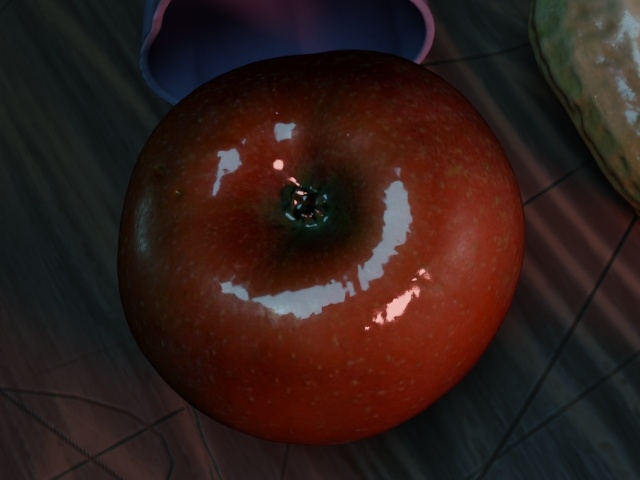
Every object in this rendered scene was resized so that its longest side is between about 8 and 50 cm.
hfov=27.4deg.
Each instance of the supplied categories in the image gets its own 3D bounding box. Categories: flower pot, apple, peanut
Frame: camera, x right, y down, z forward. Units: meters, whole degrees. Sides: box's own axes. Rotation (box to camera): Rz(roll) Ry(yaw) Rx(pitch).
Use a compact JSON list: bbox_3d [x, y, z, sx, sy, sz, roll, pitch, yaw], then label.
[{"bbox_3d":[-0.044,-0.263,1.221,0.265,0.265,0.243,-12,58,5],"label":"flower pot"},{"bbox_3d":[0.000,0.000,1.098,0.348,0.277,0.349,-3,72,9],"label":"apple"},{"bbox_3d":[0.308,-0.115,1.157,0.174,0.158,0.340,-17,72,-29],"label":"peanut"}]
